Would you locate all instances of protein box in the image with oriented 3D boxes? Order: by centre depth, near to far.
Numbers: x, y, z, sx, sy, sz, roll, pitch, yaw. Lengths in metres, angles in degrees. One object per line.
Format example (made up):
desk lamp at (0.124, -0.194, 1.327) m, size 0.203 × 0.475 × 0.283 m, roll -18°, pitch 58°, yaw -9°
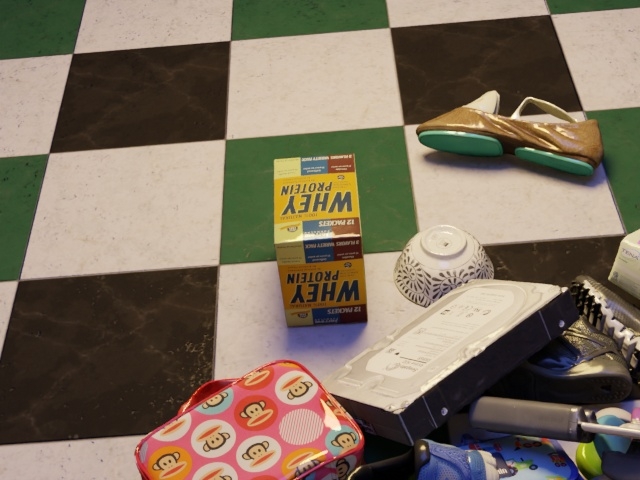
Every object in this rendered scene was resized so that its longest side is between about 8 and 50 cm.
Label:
protein box at (0.000, 0.000, 1.763) m, size 0.136 × 0.199 × 0.201 m, roll -5°, pitch 44°, yaw 2°

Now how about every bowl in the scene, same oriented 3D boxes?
bowl at (0.206, 0.026, 1.800) m, size 0.170 × 0.080 × 0.170 m, roll -2°, pitch 43°, yaw 2°

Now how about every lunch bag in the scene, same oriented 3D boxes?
lunch bag at (0.245, 0.364, 1.432) m, size 0.221 × 0.138 × 0.293 m, roll -12°, pitch 31°, yaw -7°
lunch bag at (-0.108, 0.298, 1.520) m, size 0.293 × 0.120 × 0.258 m, roll -28°, pitch 47°, yaw -20°

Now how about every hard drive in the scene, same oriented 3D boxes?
hard drive at (0.182, 0.165, 1.588) m, size 0.339 × 0.064 × 0.237 m, roll -32°, pitch 16°, yaw -24°

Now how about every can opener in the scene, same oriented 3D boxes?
can opener at (0.327, 0.265, 1.418) m, size 0.283 × 0.076 × 0.095 m, roll 0°, pitch 75°, yaw 37°

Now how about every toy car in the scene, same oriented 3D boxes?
toy car at (0.440, 0.286, 1.460) m, size 0.182 × 0.136 × 0.159 m, roll 5°, pitch 45°, yaw 11°

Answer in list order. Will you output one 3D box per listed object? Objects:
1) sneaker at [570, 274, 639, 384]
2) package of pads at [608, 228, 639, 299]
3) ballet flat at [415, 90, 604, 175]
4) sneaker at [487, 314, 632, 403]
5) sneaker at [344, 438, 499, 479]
sneaker at (0.483, 0.133, 1.666) m, size 0.106 × 0.078 × 0.234 m, roll -18°, pitch 46°, yaw -21°
package of pads at (0.630, 0.040, 1.679) m, size 0.297 × 0.101 × 0.229 m, roll -24°, pitch 45°, yaw -39°
ballet flat at (0.353, -0.209, 1.991) m, size 0.343 × 0.116 × 0.124 m, roll 11°, pitch 76°, yaw 16°
sneaker at (0.345, 0.179, 1.625) m, size 0.228 × 0.087 × 0.130 m, roll -2°, pitch 35°, yaw 9°
sneaker at (0.065, 0.344, 1.339) m, size 0.147 × 0.330 × 0.129 m, roll 30°, pitch 30°, yaw -22°
